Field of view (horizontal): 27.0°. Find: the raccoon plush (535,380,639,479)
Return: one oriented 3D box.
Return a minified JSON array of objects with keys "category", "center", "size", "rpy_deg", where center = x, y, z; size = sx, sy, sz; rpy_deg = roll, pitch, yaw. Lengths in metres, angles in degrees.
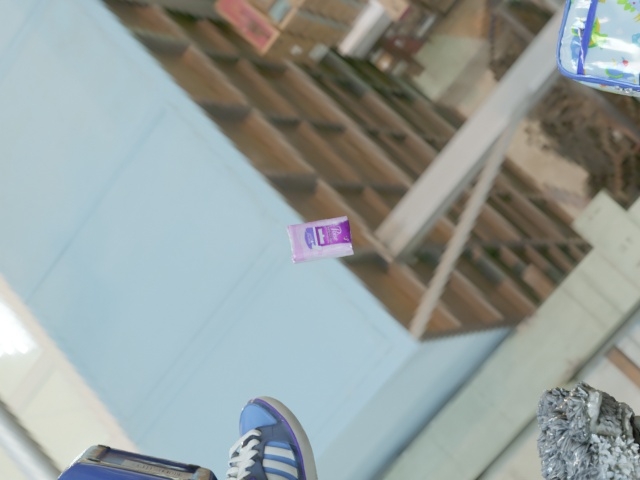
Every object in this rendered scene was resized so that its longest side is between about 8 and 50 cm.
[{"category":"raccoon plush","center":[0.297,0.382,1.729],"size":[0.446,0.216,0.299],"rpy_deg":[-31,-89,-34]}]

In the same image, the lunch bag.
[{"category":"lunch bag","center":[0.362,-0.271,1.499],"size":[0.176,0.219,0.090],"rpy_deg":[15,-175,28]}]

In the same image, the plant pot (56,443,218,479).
[{"category":"plant pot","center":[-0.240,0.386,1.699],"size":[0.236,0.212,0.236],"rpy_deg":[13,177,-2]}]

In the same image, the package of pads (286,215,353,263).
[{"category":"package of pads","center":[0.000,0.000,1.747],"size":[0.032,0.083,0.050],"rpy_deg":[87,174,-71]}]

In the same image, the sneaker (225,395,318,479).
[{"category":"sneaker","center":[-0.129,0.392,2.147],"size":[0.236,0.130,0.322],"rpy_deg":[4,-130,-38]}]
